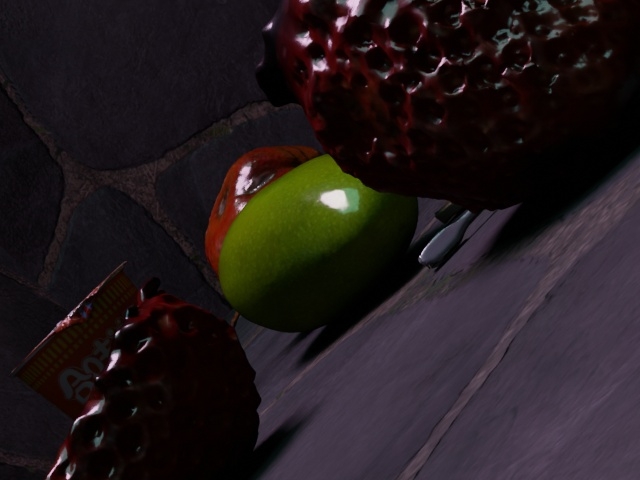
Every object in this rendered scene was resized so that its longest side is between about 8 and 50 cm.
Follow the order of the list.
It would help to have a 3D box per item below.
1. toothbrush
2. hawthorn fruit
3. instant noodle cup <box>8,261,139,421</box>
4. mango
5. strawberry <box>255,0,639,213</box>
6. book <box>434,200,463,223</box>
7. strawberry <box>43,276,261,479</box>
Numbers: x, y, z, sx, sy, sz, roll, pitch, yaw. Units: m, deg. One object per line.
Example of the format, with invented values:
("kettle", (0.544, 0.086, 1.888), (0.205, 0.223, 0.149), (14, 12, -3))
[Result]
("toothbrush", (0.190, -0.080, 1.550), (0.288, 0.024, 0.026), (-46, -11, -2))
("hawthorn fruit", (-0.052, 0.013, 2.095), (0.243, 0.207, 0.207), (-56, -1, 21))
("instant noodle cup", (-0.216, 0.162, 2.038), (0.193, 0.212, 0.193), (-45, 2, 2))
("mango", (0.000, 0.000, 1.802), (0.192, 0.156, 0.343), (-49, 6, -20))
("strawberry", (0.134, -0.148, 1.350), (0.292, 0.310, 0.291), (-38, -30, -27))
("book", (0.248, -0.154, 1.786), (0.310, 0.021, 0.217), (-47, 3, -38))
("strawberry", (-0.138, 0.176, 1.479), (0.280, 0.150, 0.253), (-69, 3, -78))
